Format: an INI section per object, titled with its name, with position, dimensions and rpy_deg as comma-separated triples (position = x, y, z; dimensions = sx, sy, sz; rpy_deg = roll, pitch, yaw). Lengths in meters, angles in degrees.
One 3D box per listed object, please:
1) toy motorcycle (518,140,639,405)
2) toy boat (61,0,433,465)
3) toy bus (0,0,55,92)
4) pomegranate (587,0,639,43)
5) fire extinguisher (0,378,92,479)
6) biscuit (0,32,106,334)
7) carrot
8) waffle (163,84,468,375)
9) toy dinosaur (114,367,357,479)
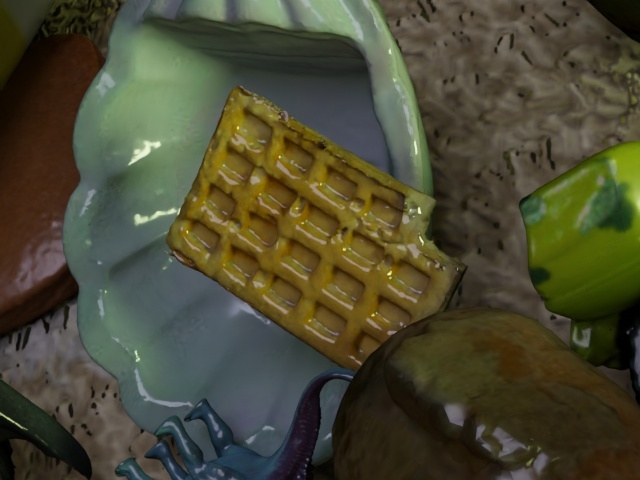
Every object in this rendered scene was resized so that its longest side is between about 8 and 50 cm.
[toy motorcycle]
position = 0.221, -0.070, 0.727
dimensions = 0.342, 0.142, 0.206
rpy_deg = -45, 39, 28
[toy boat]
position = -0.023, -0.037, 0.884
dimensions = 0.199, 0.100, 0.290
rpy_deg = 7, 101, 25
[toy bus]
position = -0.281, -0.168, 1.044
dimensions = 0.249, 0.209, 0.440
rpy_deg = 6, 59, 41
[pomegranate]
position = 0.183, -0.196, 0.888
dimensions = 0.202, 0.202, 0.248
rpy_deg = -42, 20, -3
[fire extinguisher]
position = -0.319, 0.082, 0.935
dimensions = 0.376, 0.200, 0.113
rpy_deg = -8, 56, 24
[biscuit]
position = -0.204, -0.025, 1.052
dimensions = 0.186, 0.036, 0.192
rpy_deg = -20, 52, 17
[carrot]
position = 0.111, 0.159, 0.709
dimensions = 0.138, 0.139, 0.302
rpy_deg = -31, 62, 5
[waffle]
position = 0.000, 0.000, 0.812
dimensions = 0.135, 0.021, 0.092
rpy_deg = 31, 110, 16
[toy dinosaur]
position = -0.046, 0.115, 0.841
dimensions = 0.197, 0.045, 0.080
rpy_deg = -44, 78, 24
